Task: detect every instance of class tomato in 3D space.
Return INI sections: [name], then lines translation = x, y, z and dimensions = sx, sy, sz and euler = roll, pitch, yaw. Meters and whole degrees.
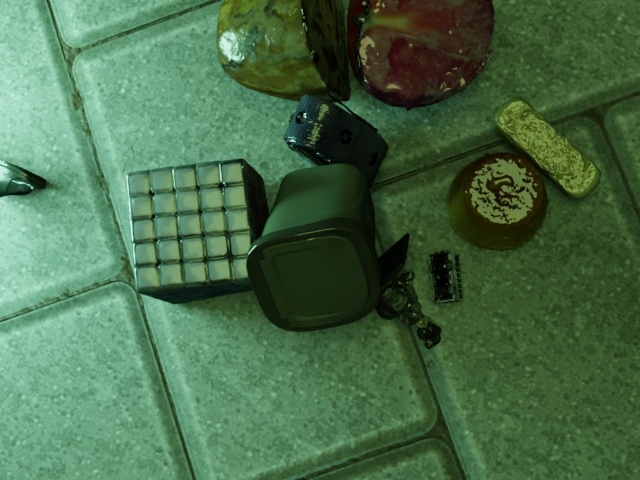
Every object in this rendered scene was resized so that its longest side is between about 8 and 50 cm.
[tomato]
translation = 0.184, -0.409, 1.839
dimensions = 0.289, 0.176, 0.335
euler = 5, 86, -15

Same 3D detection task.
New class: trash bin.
[trash bin]
translation = 0.000, 0.000, 1.683
dimensions = 0.219, 0.220, 0.250
euler = -7, 37, 12

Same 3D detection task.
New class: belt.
[belt]
translation = 0.036, -0.198, 1.796
dimensions = 0.139, 0.230, 0.126
euler = 18, 81, 46

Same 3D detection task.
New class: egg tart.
[egg tart]
translation = 0.347, -0.089, 1.780
dimensions = 0.202, 0.147, 0.203
euler = -1, 79, 5

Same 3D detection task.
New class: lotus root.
[lotus root]
translation = -0.082, -0.425, 1.810
dimensions = 0.250, 0.316, 0.316
euler = 0, 81, 13

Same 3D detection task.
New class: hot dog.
[hot dog]
translation = 0.444, -0.179, 1.823
dimensions = 0.242, 0.073, 0.084
euler = 43, 91, 7

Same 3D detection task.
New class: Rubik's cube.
[Rubik's cube]
translation = -0.224, -0.014, 1.775
dimensions = 0.237, 0.237, 0.238
euler = -8, 82, 7

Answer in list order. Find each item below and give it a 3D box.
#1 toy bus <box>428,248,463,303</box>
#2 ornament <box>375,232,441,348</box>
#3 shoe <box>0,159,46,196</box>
[toy bus]
translation = 0.247, 0.071, 1.807
dimensions = 0.052, 0.058, 0.102
euler = -11, 78, 32
[ornament]
translation = 0.176, 0.120, 1.777
dimensions = 0.196, 0.166, 0.153
euler = 43, 114, -11
[shoe]
translation = -0.680, -0.125, 1.903
dimensions = 0.241, 0.108, 0.093
euler = 19, 85, 15
